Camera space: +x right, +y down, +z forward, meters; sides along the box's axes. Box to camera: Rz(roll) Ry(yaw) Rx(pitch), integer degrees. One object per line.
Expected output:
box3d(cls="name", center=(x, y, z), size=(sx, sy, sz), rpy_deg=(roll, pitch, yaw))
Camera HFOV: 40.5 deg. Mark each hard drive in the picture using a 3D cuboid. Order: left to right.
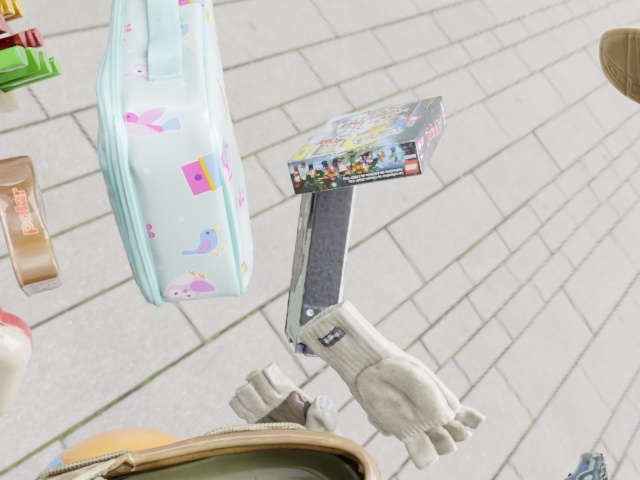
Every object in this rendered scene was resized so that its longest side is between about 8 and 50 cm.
box3d(cls="hard drive", center=(0.000, 0.000, 1.370), size=(0.064, 0.237, 0.338), rpy_deg=(8, 91, -7))

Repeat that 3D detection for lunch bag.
box3d(cls="lunch bag", center=(-0.132, -0.098, 0.778), size=(0.108, 0.224, 0.279), rpy_deg=(-10, 40, -3))

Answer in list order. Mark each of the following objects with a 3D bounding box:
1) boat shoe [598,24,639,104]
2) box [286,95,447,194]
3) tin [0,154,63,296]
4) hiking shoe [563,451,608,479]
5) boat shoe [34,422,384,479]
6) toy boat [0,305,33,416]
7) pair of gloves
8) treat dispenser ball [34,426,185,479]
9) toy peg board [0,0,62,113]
box3d(cls="boat shoe", center=(0.450, -0.208, 1.021), size=(0.096, 0.277, 0.098), rpy_deg=(-25, 119, -18))
box3d(cls="box", center=(0.067, -0.125, 1.110), size=(0.233, 0.159, 0.044), rpy_deg=(-55, 134, -63))
box3d(cls="tin", center=(-0.246, -0.011, 0.732), size=(0.040, 0.190, 0.106), rpy_deg=(-18, 88, -16))
box3d(cls="hiking shoe", center=(0.364, 0.428, 1.336), size=(0.304, 0.132, 0.113), rpy_deg=(-44, 125, -50))
box3d(cls="boat shoe", center=(-0.117, 0.158, 0.429), size=(0.324, 0.119, 0.122), rpy_deg=(-15, 59, -16))
box3d(cls="toy boat", center=(-0.464, 0.137, 1.128), size=(0.151, 0.231, 0.151), rpy_deg=(9, 46, -26))
box3d(cls="pair of gloves", center=(0.028, 0.181, 0.909), size=(0.204, 0.240, 0.042), rpy_deg=(42, 37, -3))
box3d(cls="treat dispenser ball", center=(-0.247, 0.387, 1.116), size=(0.288, 0.288, 0.288), rpy_deg=(25, 47, -29))
box3d(cls="toy peg board", center=(-0.328, -0.217, 0.859), size=(0.161, 0.079, 0.160), rpy_deg=(-88, 161, -84))
